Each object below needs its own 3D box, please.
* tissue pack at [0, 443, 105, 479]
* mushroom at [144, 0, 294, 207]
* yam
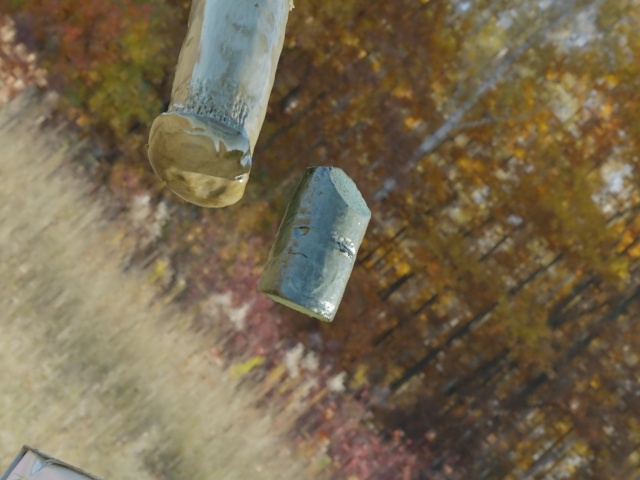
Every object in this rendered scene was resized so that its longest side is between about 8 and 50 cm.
[{"bbox_3d":[-0.157,0.250,0.651,0.124,0.225,0.185,44,-23,-31],"label":"tissue pack"},{"bbox_3d":[-0.081,-0.165,1.045,0.351,0.095,0.123,-77,165,-49],"label":"mushroom"},{"bbox_3d":[0.000,0.000,0.904,0.069,0.146,0.070,16,-31,10],"label":"yam"}]
